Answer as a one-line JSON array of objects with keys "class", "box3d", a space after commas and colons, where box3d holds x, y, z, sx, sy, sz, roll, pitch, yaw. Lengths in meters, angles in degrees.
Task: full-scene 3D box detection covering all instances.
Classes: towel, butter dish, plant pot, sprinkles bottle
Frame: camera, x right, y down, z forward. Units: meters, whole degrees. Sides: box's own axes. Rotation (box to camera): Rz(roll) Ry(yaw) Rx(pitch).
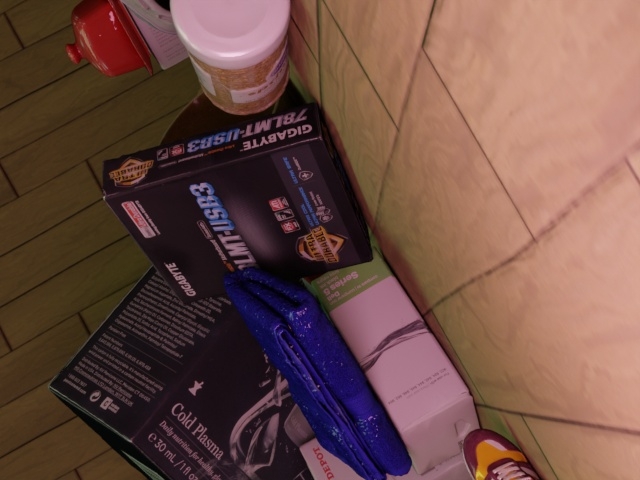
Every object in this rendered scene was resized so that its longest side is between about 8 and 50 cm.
[{"class": "towel", "box3d": [-0.014, 0.186, 1.594, 0.227, 0.076, 0.308, 18, 142, 59]}, {"class": "butter dish", "box3d": [-0.355, -0.326, 1.883, 0.160, 0.118, 0.160, 61, 175, -29]}, {"class": "plant pot", "box3d": [-0.082, -0.087, 1.743, 0.254, 0.237, 0.237, 46, -174, -36]}, {"class": "sprinkles bottle", "box3d": [-0.094, -0.228, 1.325, 0.121, 0.121, 0.355, 61, 177, 2]}]

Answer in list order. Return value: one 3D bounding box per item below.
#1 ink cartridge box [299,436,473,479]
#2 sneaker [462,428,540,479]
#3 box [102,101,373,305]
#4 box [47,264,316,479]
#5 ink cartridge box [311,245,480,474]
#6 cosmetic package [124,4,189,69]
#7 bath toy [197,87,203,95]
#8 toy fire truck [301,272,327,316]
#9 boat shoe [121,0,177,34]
[{"class": "ink cartridge box", "box3d": [0.138, 0.429, 2.148, 0.198, 0.270, 0.197, 59, 177, 39]}, {"class": "sneaker", "box3d": [0.229, 0.285, 1.323, 0.185, 0.069, 0.084, 53, 166, 21]}, {"class": "box", "box3d": [-0.103, -0.038, 1.580, 0.295, 0.293, 0.073, 65, -168, -54]}, {"class": "box", "box3d": [-0.163, 0.267, 2.227, 0.297, 0.472, 0.480, 20, 155, 44]}, {"class": "ink cartridge box", "box3d": [0.112, 0.176, 1.697, 0.273, 0.114, 0.198, 59, 176, 32]}, {"class": "cosmetic package", "box3d": [-0.249, -0.411, 1.913, 0.184, 0.151, 0.151, 62, 176, -33]}, {"class": "bath toy", "box3d": [-0.108, -0.144, 1.974, 0.129, 0.151, 0.348, 51, 168, 35]}, {"class": "toy fire truck", "box3d": [0.077, 0.179, 1.975, 0.254, 0.169, 0.302, 39, 161, 51]}, {"class": "boat shoe", "box3d": [-0.168, -0.331, 1.546, 0.156, 0.136, 0.367, 31, -176, 16]}]
